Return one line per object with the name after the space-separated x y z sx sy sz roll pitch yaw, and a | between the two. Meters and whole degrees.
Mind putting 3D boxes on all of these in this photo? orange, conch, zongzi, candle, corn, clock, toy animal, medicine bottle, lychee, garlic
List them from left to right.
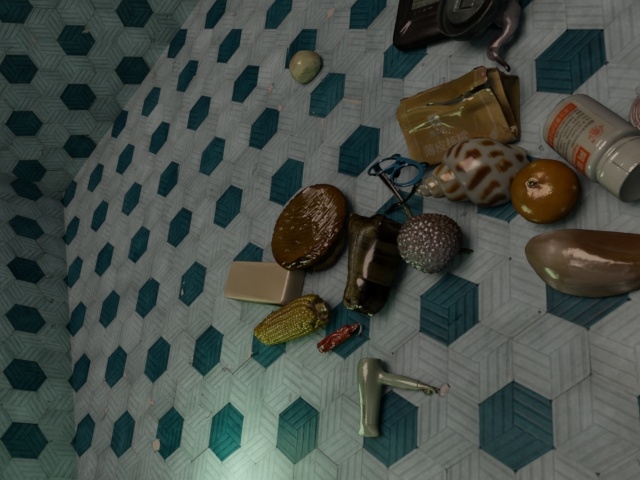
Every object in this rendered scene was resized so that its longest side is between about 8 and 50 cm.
-0.089 0.256 1.860 0.322 0.119 0.119 -33 52 39 | corn
0.058 0.286 1.740 0.162 0.053 0.048 -37 55 27 | candle
0.119 0.054 1.733 0.288 0.134 0.286 25 97 62 | zongzi
0.296 0.010 1.541 0.165 0.197 0.165 -156 90 -90 | lychee
0.386 -0.172 1.519 0.275 0.149 0.182 -32 52 33 | conch
0.421 -0.668 1.650 0.226 0.049 0.226 -27 54 46 | clock
0.513 -0.630 1.629 0.195 0.090 0.324 32 95 50 | toy animal
0.518 -0.116 1.376 0.156 0.124 0.156 -26 53 40 | orange
0.586 0.045 1.266 0.318 0.112 0.143 1 71 35 | garlic
0.619 -0.206 1.297 0.144 0.144 0.252 -51 44 17 | medicine bottle

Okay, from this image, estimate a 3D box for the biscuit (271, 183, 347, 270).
-0.044 -0.049 1.924 0.318 0.040 0.318 -26 46 30 | biscuit

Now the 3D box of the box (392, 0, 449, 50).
0.363 -0.751 1.852 0.290 0.073 0.289 2 75 46 | box

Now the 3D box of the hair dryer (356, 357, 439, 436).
0.199 0.410 1.542 0.237 0.075 0.206 -10 73 35 | hair dryer

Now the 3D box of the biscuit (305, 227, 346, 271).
0.000 0.000 1.928 0.226 0.042 0.226 -24 54 39 | biscuit

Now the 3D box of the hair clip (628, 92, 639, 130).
0.747 -0.293 1.278 0.140 0.054 0.220 7 82 41 | hair clip

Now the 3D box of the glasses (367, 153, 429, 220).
0.214 -0.135 1.685 0.239 0.102 0.206 -150 59 -61 | glasses

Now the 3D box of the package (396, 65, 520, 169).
0.361 -0.347 1.611 0.311 0.165 0.221 -12 65 44 | package

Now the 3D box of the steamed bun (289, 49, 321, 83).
-0.066 -0.670 2.254 0.130 0.091 0.112 -34 49 32 | steamed bun

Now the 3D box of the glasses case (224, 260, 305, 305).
-0.199 0.148 2.047 0.336 0.076 0.144 1 73 47 | glasses case
